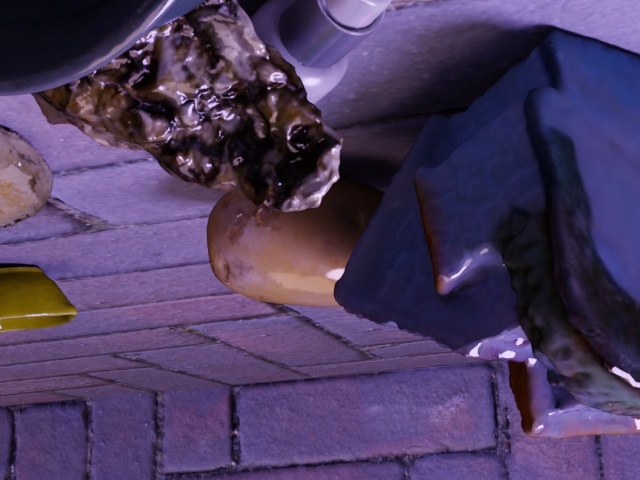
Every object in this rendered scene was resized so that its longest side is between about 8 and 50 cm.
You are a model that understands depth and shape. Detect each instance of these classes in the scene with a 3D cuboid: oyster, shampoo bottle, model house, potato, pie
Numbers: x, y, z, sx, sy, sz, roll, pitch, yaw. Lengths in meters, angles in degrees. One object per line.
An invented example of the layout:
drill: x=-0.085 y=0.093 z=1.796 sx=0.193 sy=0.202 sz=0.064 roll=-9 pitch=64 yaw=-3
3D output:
oyster: x=-0.111 y=-0.093 z=0.707 sx=0.214 sy=0.083 sz=0.223 roll=43 pitch=147 yaw=-22
shampoo bottle: x=-0.011 y=-0.132 z=0.723 sx=0.074 sy=0.074 sz=0.192 roll=4 pitch=162 yaw=-28
model house: x=0.198 y=0.044 z=0.942 sx=0.360 sy=0.297 sz=0.339 roll=5 pitch=157 yaw=-36
potato: x=0.000 y=0.000 z=1.106 sx=0.233 sy=0.150 sz=0.146 roll=-1 pitch=146 yaw=-15
pie: x=-0.379 y=-0.055 z=0.984 sx=0.274 sy=0.055 sz=0.274 roll=-4 pitch=166 yaw=-1

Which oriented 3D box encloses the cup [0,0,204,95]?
cup: x=-0.092 y=-0.158 z=0.444 sx=0.199 sy=0.199 sz=0.150 roll=-9 pitch=-177 yaw=21

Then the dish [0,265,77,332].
dish: x=-0.420 y=0.077 z=1.454 sx=0.207 sy=0.080 sz=0.149 roll=-8 pitch=169 yaw=12
